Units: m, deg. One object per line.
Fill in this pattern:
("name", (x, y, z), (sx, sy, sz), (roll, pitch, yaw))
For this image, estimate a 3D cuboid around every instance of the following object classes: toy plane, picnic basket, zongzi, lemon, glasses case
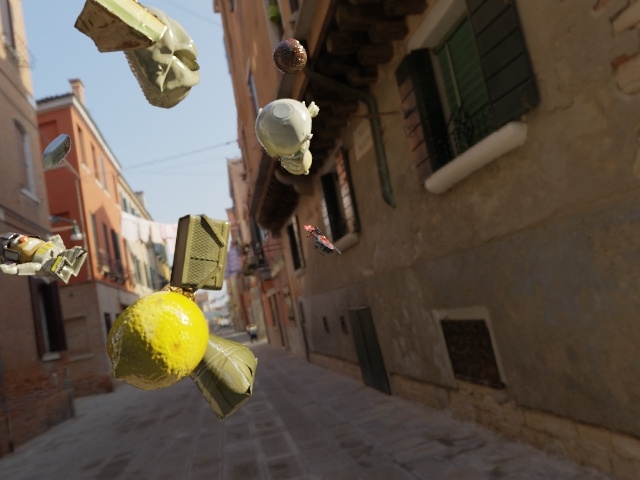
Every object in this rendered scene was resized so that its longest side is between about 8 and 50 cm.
("toy plane", (0.000, 0.000, 1.595), (0.060, 0.145, 0.037), (-26, -27, -51))
("picnic basket", (-0.405, 0.046, 1.700), (0.139, 0.267, 0.165), (10, -9, -29))
("zongzi", (-0.369, 0.378, 1.754), (0.181, 0.418, 0.447), (-42, 3, -2))
("lemon", (-0.395, 0.246, 1.235), (0.228, 0.229, 0.253), (-14, 19, 18))
("glasses case", (-0.950, -0.324, 1.831), (0.045, 0.067, 0.179), (9, 36, -5))

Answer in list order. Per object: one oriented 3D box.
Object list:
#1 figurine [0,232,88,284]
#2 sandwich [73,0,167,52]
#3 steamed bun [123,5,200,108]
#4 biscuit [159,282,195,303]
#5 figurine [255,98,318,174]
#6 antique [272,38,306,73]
("figurine", (-1.009, 0.060, 1.804), (0.308, 0.143, 0.308), (11, 5, -1))
("sandwich", (-0.613, -0.649, 1.552), (0.220, 0.108, 0.186), (31, -34, -29))
("steamed bun", (-0.592, -0.692, 1.905), (0.255, 0.368, 0.342), (-28, 29, -16))
("biscuit", (-0.558, 0.288, 1.895), (0.038, 0.306, 0.305), (19, 2, 17))
("figurine", (-0.090, -0.380, 1.904), (0.274, 0.226, 0.394), (-49, -21, -14))
("antique", (-0.090, -0.540, 1.497), (0.104, 0.104, 0.104), (-11, -7, -1))
